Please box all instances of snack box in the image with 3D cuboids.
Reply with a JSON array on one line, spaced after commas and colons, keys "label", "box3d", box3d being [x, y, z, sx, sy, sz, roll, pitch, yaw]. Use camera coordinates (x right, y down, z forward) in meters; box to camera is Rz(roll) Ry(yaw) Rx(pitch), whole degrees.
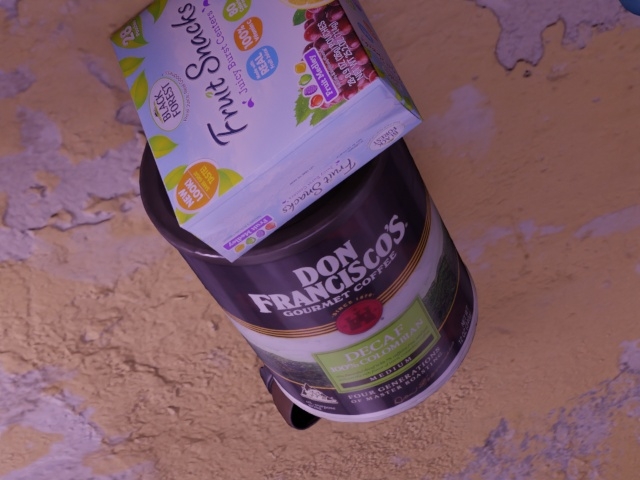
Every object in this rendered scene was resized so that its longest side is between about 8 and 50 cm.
[{"label": "snack box", "box3d": [-0.045, -0.117, 1.077, 0.174, 0.207, 0.070, -35, 139, 15]}]

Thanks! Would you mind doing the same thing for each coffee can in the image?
[{"label": "coffee can", "box3d": [0.000, 0.000, 1.236, 0.201, 0.201, 0.275, -27, 141, 4]}]

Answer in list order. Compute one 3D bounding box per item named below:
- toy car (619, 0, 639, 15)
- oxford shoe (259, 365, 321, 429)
[{"label": "toy car", "box3d": [0.389, -0.263, 1.178, 0.210, 0.219, 0.238, 10, 101, -33]}, {"label": "oxford shoe", "box3d": [0.037, 0.101, 1.452, 0.083, 0.096, 0.227, 17, 124, -36]}]
